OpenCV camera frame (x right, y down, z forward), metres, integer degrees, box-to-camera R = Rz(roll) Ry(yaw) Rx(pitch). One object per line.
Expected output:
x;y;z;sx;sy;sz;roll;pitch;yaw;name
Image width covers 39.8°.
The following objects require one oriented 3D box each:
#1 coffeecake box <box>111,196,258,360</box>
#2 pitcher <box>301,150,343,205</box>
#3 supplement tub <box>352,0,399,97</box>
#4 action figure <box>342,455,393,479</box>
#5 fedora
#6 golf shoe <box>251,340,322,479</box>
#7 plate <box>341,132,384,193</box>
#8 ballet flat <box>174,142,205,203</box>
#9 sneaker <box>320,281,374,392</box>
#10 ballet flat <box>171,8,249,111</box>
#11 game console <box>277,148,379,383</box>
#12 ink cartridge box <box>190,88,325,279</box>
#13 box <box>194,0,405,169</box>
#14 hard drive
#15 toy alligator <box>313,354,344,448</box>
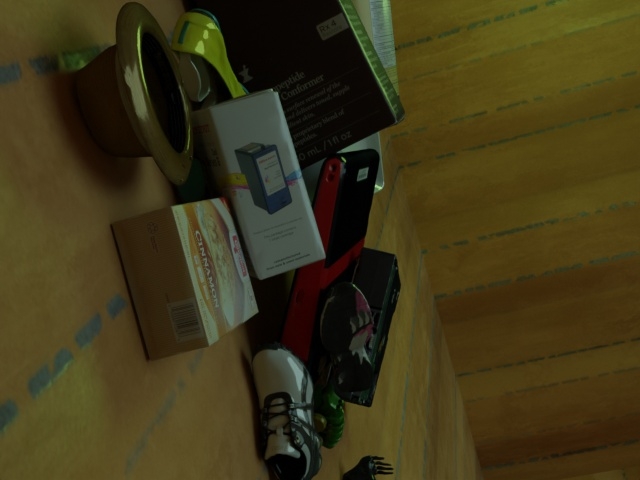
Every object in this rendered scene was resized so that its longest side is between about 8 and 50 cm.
-0.137;0.033;0.942;0.185;0.068;0.142;-29;104;-78;coffeecake box
-0.026;-0.098;1.496;0.177;0.125;0.207;58;31;-23;pitcher
0.001;-0.345;1.468;0.241;0.241;0.331;-61;144;-72;supplement tub
0.100;0.458;1.378;0.275;0.141;0.164;-85;160;-64;action figure
-0.187;-0.138;0.880;0.194;0.079;0.194;-12;90;-84;fedora
-0.044;0.228;1.130;0.094;0.077;0.198;-57;131;-73;golf shoe
0.029;-0.204;1.744;0.278;0.045;0.277;-27;114;-51;plate
-0.162;-0.097;1.051;0.041;0.041;0.114;-26;103;-77;ballet flat
0.028;0.122;1.198;0.077;0.072;0.178;-112;-164;-51;sneaker
-0.145;-0.200;1.166;0.231;0.077;0.077;70;34;-56;ballet flat
0.013;0.032;1.330;0.386;0.060;0.342;-35;136;-77;game console
-0.087;-0.070;1.089;0.154;0.093;0.212;13;-61;68;ink cartridge box
-0.043;-0.306;1.288;0.381;0.191;0.143;63;15;-6;box
0.076;0.156;1.479;0.339;0.064;0.236;61;43;-78;hard drive
0.012;0.242;1.255;0.056;0.051;0.189;-62;165;-53;toy alligator
